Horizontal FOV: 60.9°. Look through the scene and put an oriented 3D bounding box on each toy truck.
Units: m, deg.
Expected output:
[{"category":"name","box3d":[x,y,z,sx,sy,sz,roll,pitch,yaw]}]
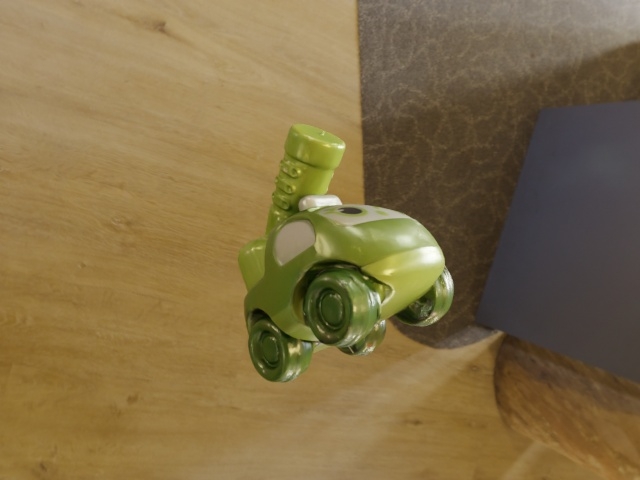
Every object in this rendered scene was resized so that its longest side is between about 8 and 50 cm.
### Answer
[{"category":"toy truck","box3d":[-0.002,0.021,0.502,0.148,0.210,0.187,-7,140,-44]}]
